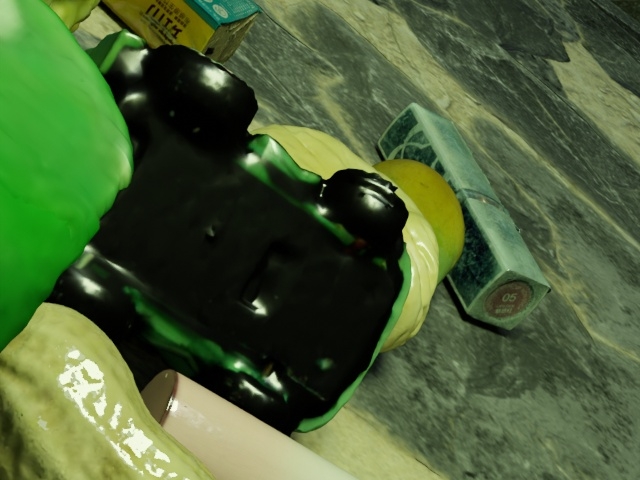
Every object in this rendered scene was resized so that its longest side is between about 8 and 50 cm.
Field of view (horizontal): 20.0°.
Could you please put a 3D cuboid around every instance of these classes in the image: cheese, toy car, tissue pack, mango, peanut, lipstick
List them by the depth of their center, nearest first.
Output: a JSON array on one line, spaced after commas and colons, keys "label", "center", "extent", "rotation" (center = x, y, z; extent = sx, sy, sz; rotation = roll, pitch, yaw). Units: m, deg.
[{"label": "peanut", "center": [-0.139, 0.153, 1.134], "extent": [0.256, 0.123, 0.123], "rotation": [53, 26, 16]}, {"label": "lipstick", "center": [0.008, 0.207, 1.283], "extent": [0.327, 0.087, 0.087], "rotation": [33, 25, -18]}, {"label": "toy car", "center": [-0.110, -0.012, 1.363], "extent": [0.359, 0.213, 0.176], "rotation": [34, -10, -23]}, {"label": "cheese", "center": [0.000, 0.000, 1.594], "extent": [0.226, 0.117, 0.214], "rotation": [36, 22, -5]}, {"label": "mango", "center": [0.082, -0.009, 1.775], "extent": [0.130, 0.092, 0.194], "rotation": [33, 34, -22]}, {"label": "tissue pack", "center": [-0.157, -0.251, 1.833], "extent": [0.169, 0.082, 0.120], "rotation": [44, 25, 6]}, {"label": "lipstick", "center": [0.145, -0.031, 1.911], "extent": [0.076, 0.077, 0.289], "rotation": [22, 29, -35]}]

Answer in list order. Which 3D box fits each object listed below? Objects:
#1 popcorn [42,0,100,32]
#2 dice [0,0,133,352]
[{"label": "popcorn", "center": [-0.271, -0.283, 1.485], "extent": [0.312, 0.312, 0.312], "rotation": [33, 25, -17]}, {"label": "dice", "center": [-0.295, -0.022, 0.972], "extent": [0.287, 0.297, 0.300], "rotation": [39, 23, -9]}]
